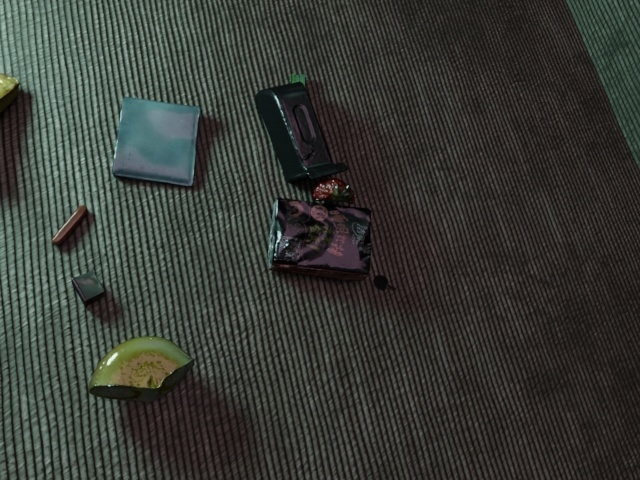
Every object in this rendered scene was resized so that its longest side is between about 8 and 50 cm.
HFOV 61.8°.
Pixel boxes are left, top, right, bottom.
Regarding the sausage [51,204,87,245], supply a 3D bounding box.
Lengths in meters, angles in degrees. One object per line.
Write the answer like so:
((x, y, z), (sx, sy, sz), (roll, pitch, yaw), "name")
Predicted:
((-0.733, -0.043, 1.562), (0.035, 0.030, 0.147), (30, 65, -4), "sausage")

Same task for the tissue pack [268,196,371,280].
((0.000, 0.000, 1.728), (0.332, 0.123, 0.245), (6, 75, -12), "tissue pack")

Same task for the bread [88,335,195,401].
((-0.476, 0.344, 1.448), (0.260, 0.158, 0.156), (7, 59, -14), "bread")

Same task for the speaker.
((-0.060, -0.366, 1.787), (0.180, 0.184, 0.388), (-19, 83, -22), "speaker")

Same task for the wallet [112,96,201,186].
((-0.520, -0.322, 1.715), (0.251, 0.054, 0.290), (4, 71, -14), "wallet")

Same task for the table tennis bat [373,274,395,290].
((0.217, 0.148, 1.800), (0.083, 0.007, 0.050), (28, 65, -4), "table tennis bat")

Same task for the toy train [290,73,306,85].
((-0.081, -0.563, 1.946), (0.056, 0.038, 0.093), (4, 71, -9), "toy train")

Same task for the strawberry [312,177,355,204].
((0.044, -0.162, 1.741), (0.140, 0.192, 0.085), (5, 96, 17), "strawberry")

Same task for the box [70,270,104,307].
((-0.656, 0.134, 1.510), (0.063, 0.060, 0.085), (-29, 81, -29), "box")

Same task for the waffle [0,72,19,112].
((-1.068, -0.398, 1.501), (0.304, 0.077, 0.348), (19, 44, -12), "waffle")
